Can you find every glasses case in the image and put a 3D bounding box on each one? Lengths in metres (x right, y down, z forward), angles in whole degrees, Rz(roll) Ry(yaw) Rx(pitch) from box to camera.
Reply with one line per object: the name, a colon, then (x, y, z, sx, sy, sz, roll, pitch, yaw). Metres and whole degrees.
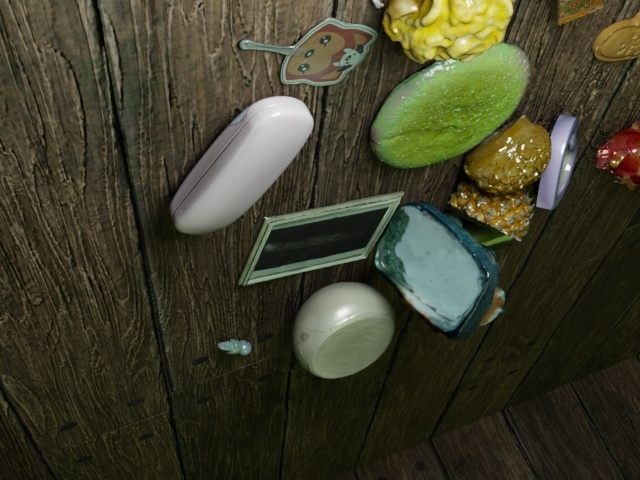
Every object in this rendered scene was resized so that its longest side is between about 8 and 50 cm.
glasses case: (0.363, -0.396, 1.401, 0.075, 0.049, 0.218, -20, 155, 4)
glasses case: (-0.122, -0.107, 1.483, 0.113, 0.075, 0.297, 0, 146, -45)

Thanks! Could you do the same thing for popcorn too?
popcorn: (0.185, -0.308, 1.308, 0.163, 0.140, 0.194, 9, 141, -42)

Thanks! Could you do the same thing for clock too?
clock: (0.436, -0.140, 1.878, 0.172, 0.064, 0.198, -68, 158, -13)

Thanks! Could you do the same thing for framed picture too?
framed picture: (0.000, 0.000, 1.872, 0.293, 0.018, 0.231, -12, 152, -26)

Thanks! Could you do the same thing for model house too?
model house: (0.281, 0.053, 1.962, 0.291, 0.253, 0.184, 3, 123, -52)

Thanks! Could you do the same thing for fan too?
fan: (-0.022, -0.258, 1.360, 0.220, 0.009, 0.132, -2, 145, -42)

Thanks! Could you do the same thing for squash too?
squash: (0.326, -0.006, 2.097, 0.250, 0.083, 0.083, -18, 154, -7)

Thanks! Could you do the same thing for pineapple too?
pineapple: (0.338, -0.090, 1.892, 0.136, 0.162, 0.176, -64, 165, 1)

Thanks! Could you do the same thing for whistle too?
whistle: (-0.183, 0.229, 2.127, 0.035, 0.035, 0.100, -39, 151, 27)

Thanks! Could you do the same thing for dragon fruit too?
dragon fruit: (0.641, -0.175, 2.008, 0.166, 0.136, 0.133, 3, 119, 0)

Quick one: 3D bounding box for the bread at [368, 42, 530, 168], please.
bread: (0.220, -0.217, 1.626, 0.302, 0.045, 0.301, -22, 154, -12)

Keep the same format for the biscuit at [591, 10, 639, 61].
biscuit: (0.527, -0.346, 1.680, 0.140, 0.023, 0.118, -11, 152, -28)

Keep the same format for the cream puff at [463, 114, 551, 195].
cream puff: (0.337, -0.143, 1.756, 0.150, 0.115, 0.165, -39, -174, -32)

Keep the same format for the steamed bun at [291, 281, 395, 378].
steamed bun: (0.039, 0.175, 2.097, 0.232, 0.145, 0.231, -19, 140, -17)
